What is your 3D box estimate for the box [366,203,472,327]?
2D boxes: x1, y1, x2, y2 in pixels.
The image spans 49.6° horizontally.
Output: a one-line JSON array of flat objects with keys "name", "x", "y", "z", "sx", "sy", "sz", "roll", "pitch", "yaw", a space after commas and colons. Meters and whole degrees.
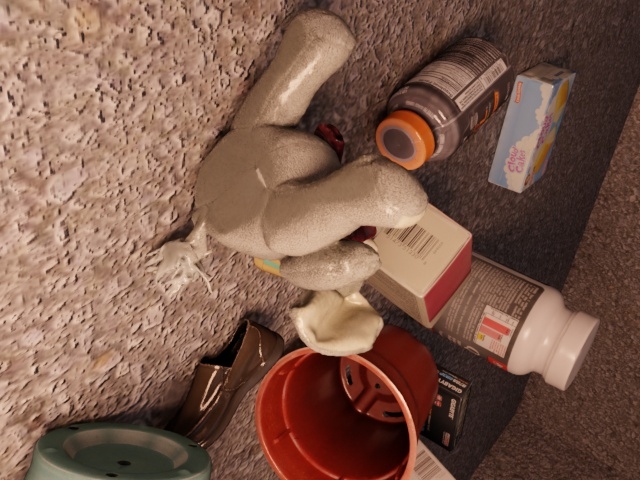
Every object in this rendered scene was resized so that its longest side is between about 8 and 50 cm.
[{"name": "box", "x": 0.152, "y": 0.032, "z": 1.129, "sx": 0.127, "sy": 0.149, "sz": 0.232, "roll": -50, "pitch": 160, "yaw": -7}]

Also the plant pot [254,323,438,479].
[{"name": "plant pot", "x": 0.072, "y": 0.271, "z": 1.183, "sx": 0.265, "sy": 0.273, "sz": 0.272, "roll": -22, "pitch": 133, "yaw": -63}]

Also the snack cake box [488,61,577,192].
[{"name": "snack cake box", "x": 0.485, "y": -0.259, "z": 1.594, "sx": 0.152, "sy": 0.089, "sz": 0.264, "roll": -33, "pitch": 141, "yaw": -45}]

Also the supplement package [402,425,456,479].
[{"name": "supplement package", "x": 0.157, "y": 0.527, "z": 1.334, "sx": 0.175, "sy": 0.177, "sz": 0.293, "roll": -33, "pitch": 145, "yaw": -19}]

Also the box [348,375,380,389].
[{"name": "box", "x": 0.115, "y": 0.303, "z": 1.500, "sx": 0.190, "sy": 0.045, "sz": 0.184, "roll": -64, "pitch": 155, "yaw": 1}]

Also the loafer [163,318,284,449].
[{"name": "loafer", "x": -0.145, "y": 0.192, "z": 0.928, "sx": 0.220, "sy": 0.080, "sz": 0.078, "roll": -51, "pitch": 118, "yaw": -21}]

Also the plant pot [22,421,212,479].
[{"name": "plant pot", "x": -0.223, "y": 0.339, "z": 0.723, "sx": 0.272, "sy": 0.272, "sz": 0.255, "roll": 8, "pitch": 93, "yaw": -62}]

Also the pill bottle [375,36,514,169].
[{"name": "pill bottle", "x": 0.188, "y": -0.208, "z": 1.074, "sx": 0.246, "sy": 0.130, "sz": 0.130, "roll": -43, "pitch": 147, "yaw": -32}]

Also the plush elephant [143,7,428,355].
[{"name": "plush elephant", "x": 0.002, "y": -0.026, "z": 0.782, "sx": 0.330, "sy": 0.271, "sz": 0.255, "roll": -41, "pitch": 145, "yaw": 21}]

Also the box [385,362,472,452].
[{"name": "box", "x": 0.225, "y": 0.339, "z": 1.484, "sx": 0.051, "sy": 0.175, "sz": 0.220, "roll": -45, "pitch": 149, "yaw": -34}]

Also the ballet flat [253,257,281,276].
[{"name": "ballet flat", "x": 0.000, "y": 0.000, "z": 0.992, "sx": 0.232, "sy": 0.073, "sz": 0.080, "roll": -31, "pitch": 140, "yaw": -46}]

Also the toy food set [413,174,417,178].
[{"name": "toy food set", "x": 0.083, "y": -0.029, "z": 1.162, "sx": 0.132, "sy": 0.038, "sz": 0.192, "roll": -23, "pitch": 145, "yaw": -44}]

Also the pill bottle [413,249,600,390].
[{"name": "pill bottle", "x": 0.402, "y": 0.166, "z": 1.526, "sx": 0.210, "sy": 0.363, "sz": 0.210, "roll": -40, "pitch": 145, "yaw": -36}]
